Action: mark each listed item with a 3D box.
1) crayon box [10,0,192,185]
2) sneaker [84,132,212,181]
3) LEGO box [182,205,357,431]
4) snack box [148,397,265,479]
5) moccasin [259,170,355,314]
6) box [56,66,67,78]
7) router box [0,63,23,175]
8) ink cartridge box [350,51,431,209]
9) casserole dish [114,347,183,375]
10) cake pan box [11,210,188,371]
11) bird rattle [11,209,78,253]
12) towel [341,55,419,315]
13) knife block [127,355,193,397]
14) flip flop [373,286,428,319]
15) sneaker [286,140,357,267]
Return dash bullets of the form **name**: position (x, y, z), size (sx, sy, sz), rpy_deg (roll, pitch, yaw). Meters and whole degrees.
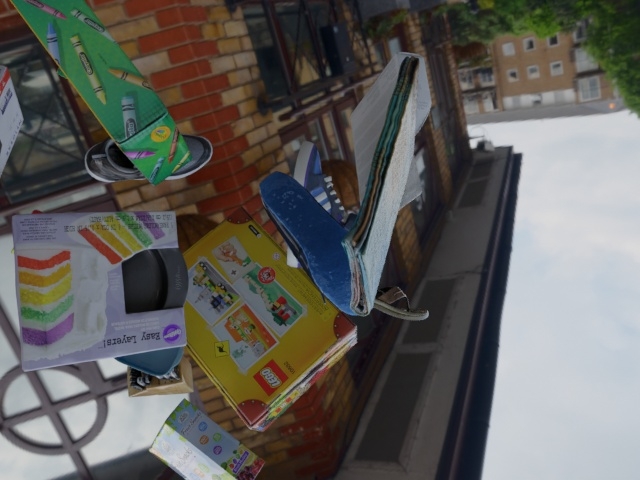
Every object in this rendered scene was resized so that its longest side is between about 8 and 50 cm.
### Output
- **crayon box**: position (-0.308, -0.230, 0.746), size (0.081, 0.278, 0.165), rpy_deg (-37, 172, -9)
- **sneaker**: position (-0.344, -0.177, 1.077), size (0.268, 0.101, 0.153), rpy_deg (-12, -173, -25)
- **LEGO box**: position (-0.196, 0.212, 1.459), size (0.372, 0.500, 0.193), rpy_deg (-41, 160, -12)
- **snack box**: position (-0.238, 0.440, 1.055), size (0.070, 0.207, 0.174), rpy_deg (-49, 174, -46)
- **moccasin**: position (0.000, 0.000, 1.093), size (0.137, 0.342, 0.117), rpy_deg (-32, 180, -9)
- **box**: position (-0.695, -0.486, 1.554), size (0.105, 0.043, 0.179), rpy_deg (27, -171, -5)
- **router box**: position (-0.916, -0.265, 1.383), size (0.082, 0.336, 0.301), rpy_deg (16, 161, -18)
- **ink cartridge box**: position (0.195, -0.246, 1.381), size (0.091, 0.385, 0.308), rpy_deg (0, 162, -21)
- **casserole dish**: position (-0.406, 0.252, 1.225), size (0.188, 0.037, 0.114), rpy_deg (15, -110, 15)
- **cake pan box**: position (-0.361, 0.075, 0.870), size (0.266, 0.246, 0.070), rpy_deg (-2, 175, -32)
- **bird rattle**: position (-0.820, -0.014, 1.582), size (0.206, 0.143, 0.253), rpy_deg (-23, -147, -3)
- **towel**: position (0.108, -0.083, 0.873), size (0.040, 0.271, 0.370), rpy_deg (12, -116, 13)
- **knife block**: position (-0.401, 0.354, 1.398), size (0.242, 0.088, 0.275), rpy_deg (-26, 154, 33)
- **flip flop**: position (0.175, 0.155, 1.409), size (0.276, 0.080, 0.112), rpy_deg (20, 175, -11)
- **sneaker**: position (0.044, -0.074, 1.288), size (0.236, 0.323, 0.130), rpy_deg (6, -177, -2)
